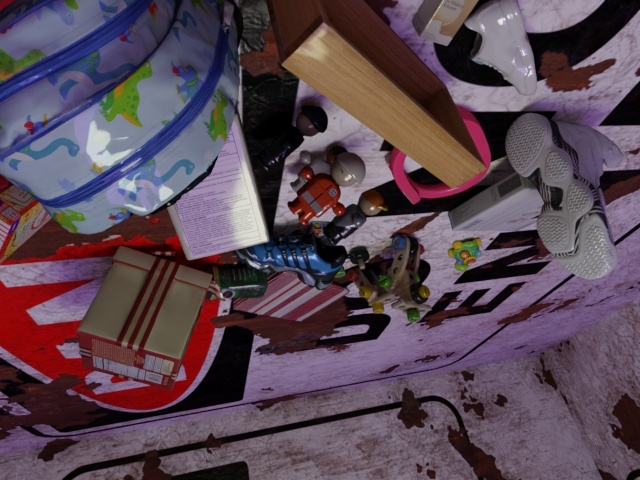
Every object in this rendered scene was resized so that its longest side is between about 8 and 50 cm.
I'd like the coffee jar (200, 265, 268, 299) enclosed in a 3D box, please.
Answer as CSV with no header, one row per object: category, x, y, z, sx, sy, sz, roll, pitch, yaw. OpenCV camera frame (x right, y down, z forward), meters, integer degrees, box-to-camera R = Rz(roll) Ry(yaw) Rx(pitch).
coffee jar,-0.242,0.114,1.219,0.184,0.079,0.096,1,146,-26

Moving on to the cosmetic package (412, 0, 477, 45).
cosmetic package,0.195,-0.358,0.671,0.060,0.041,0.115,2,146,-25

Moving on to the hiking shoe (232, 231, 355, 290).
hiking shoe,-0.073,0.017,1.104,0.303,0.113,0.132,19,125,-30

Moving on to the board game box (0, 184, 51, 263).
board game box,-0.475,-0.056,0.735,0.045,0.194,0.146,39,127,-17

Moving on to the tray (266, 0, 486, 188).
tray,0.095,-0.238,0.664,0.076,0.203,0.410,-33,145,30

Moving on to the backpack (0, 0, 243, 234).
backpack,-0.225,-0.171,0.490,0.289,0.356,0.273,-19,148,8

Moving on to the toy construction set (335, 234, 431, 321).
toy construction set,0.225,0.156,1.336,0.257,0.238,0.309,-24,149,16

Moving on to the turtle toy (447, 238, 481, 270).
turtle toy,0.461,0.049,1.429,0.095,0.066,0.130,-8,149,-11

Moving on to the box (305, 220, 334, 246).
box,0.000,0.000,1.188,0.093,0.027,0.137,1,146,-23

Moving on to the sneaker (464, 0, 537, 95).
sneaker,0.307,-0.320,0.766,0.094,0.080,0.212,-18,145,29

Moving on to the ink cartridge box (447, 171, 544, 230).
ink cartridge box,0.512,-0.096,1.162,0.238,0.060,0.275,-1,162,-23

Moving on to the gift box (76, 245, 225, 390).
gift box,-0.394,0.189,1.087,0.276,0.258,0.255,21,140,-15

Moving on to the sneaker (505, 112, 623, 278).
sneaker,0.549,-0.107,0.938,0.210,0.366,0.137,-8,159,-25

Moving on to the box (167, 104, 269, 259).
box,-0.185,-0.106,0.754,0.148,0.127,0.233,-13,124,-4

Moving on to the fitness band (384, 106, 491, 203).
fitness band,0.264,-0.178,0.993,0.208,0.054,0.291,-28,148,17

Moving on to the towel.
towel,-0.087,0.178,1.439,0.237,0.037,0.328,-34,146,25

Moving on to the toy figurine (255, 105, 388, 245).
toy figurine,0.011,-0.118,0.829,0.148,0.213,0.209,-40,148,10
